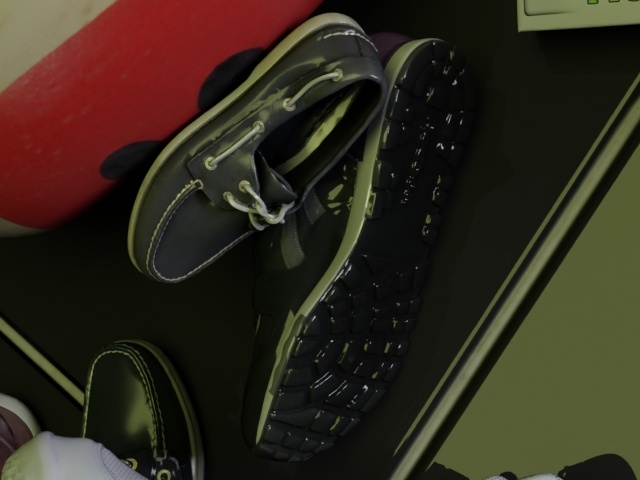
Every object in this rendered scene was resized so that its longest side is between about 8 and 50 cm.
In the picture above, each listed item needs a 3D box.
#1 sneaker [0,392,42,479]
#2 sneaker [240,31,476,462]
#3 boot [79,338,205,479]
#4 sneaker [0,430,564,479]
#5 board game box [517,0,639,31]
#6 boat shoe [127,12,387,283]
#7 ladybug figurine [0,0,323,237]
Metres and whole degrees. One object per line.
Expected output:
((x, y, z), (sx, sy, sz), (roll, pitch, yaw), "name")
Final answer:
((-0.247, 0.240, 0.721), (0.106, 0.162, 0.281), (-33, 69, 18), "sneaker")
((0.000, 0.000, 0.691), (0.124, 0.107, 0.283), (19, 87, 41), "sneaker")
((-0.155, 0.179, 0.677), (0.085, 0.178, 0.237), (-10, 79, 25), "boot")
((0.015, 0.184, 0.579), (0.366, 0.137, 0.210), (39, 77, 6), "sneaker")
((0.259, -0.223, 0.581), (0.305, 0.053, 0.193), (0, 102, 26), "board game box")
((-0.040, -0.042, 0.623), (0.206, 0.075, 0.065), (-46, 43, 14), "boat shoe")
((-0.128, -0.153, 0.683), (0.449, 0.305, 0.162), (-38, 108, 20), "ladybug figurine")
